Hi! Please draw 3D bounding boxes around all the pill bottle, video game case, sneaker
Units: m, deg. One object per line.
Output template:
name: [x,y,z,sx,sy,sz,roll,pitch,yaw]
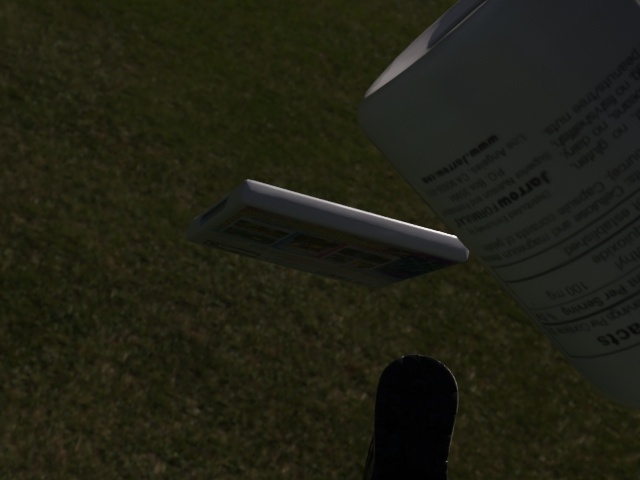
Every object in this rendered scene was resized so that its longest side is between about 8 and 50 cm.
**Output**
pill bottle: [0.134,-0.009,0.397,0.229,0.131,0.131,47,26,-8]
video game case: [0.000,0.000,0.693,0.157,0.019,0.143,15,-15,-18]
sneaker: [0.083,0.268,1.036,0.107,0.283,0.124,15,-19,8]
